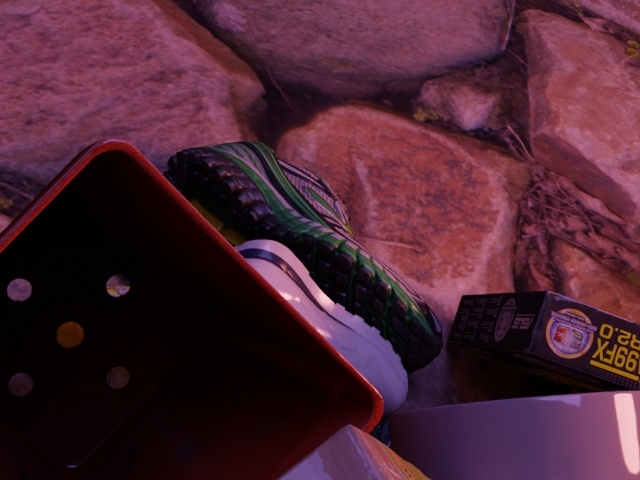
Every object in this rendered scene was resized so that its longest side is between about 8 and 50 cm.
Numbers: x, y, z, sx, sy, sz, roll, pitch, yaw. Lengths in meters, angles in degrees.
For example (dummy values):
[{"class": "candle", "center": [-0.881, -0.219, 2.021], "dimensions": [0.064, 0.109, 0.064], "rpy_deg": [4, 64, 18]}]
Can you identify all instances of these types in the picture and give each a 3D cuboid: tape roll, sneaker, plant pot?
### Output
[{"class": "tape roll", "center": [0.167, 0.170, 0.867], "dimensions": [0.219, 0.219, 0.072], "rpy_deg": [2, 76, -25]}, {"class": "sneaker", "center": [0.000, 0.000, 1.090], "dimensions": [0.343, 0.134, 0.146], "rpy_deg": [43, 43, 20]}, {"class": "plant pot", "center": [-0.165, 0.098, 0.756], "dimensions": [0.267, 0.267, 0.236], "rpy_deg": [46, -7, -21]}, {"class": "sneaker", "center": [-0.011, 0.105, 0.975], "dimensions": [0.235, 0.090, 0.095], "rpy_deg": [41, 36, -23]}]

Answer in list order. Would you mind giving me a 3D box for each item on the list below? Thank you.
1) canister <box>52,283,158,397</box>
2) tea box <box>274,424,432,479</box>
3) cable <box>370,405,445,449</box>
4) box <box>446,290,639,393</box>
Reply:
[{"class": "canister", "center": [-0.161, 0.097, 0.954], "dimensions": [0.170, 0.073, 0.126], "rpy_deg": [7, 44, -23]}, {"class": "tea box", "center": [0.066, 0.326, 0.599], "dimensions": [0.329, 0.220, 0.323], "rpy_deg": [53, 3, 28]}, {"class": "cable", "center": [0.121, 0.225, 0.990], "dimensions": [0.184, 0.047, 0.151], "rpy_deg": [4, 50, -25]}, {"class": "box", "center": [0.262, 0.113, 1.027], "dimensions": [0.216, 0.270, 0.060], "rpy_deg": [20, 83, -7]}]
